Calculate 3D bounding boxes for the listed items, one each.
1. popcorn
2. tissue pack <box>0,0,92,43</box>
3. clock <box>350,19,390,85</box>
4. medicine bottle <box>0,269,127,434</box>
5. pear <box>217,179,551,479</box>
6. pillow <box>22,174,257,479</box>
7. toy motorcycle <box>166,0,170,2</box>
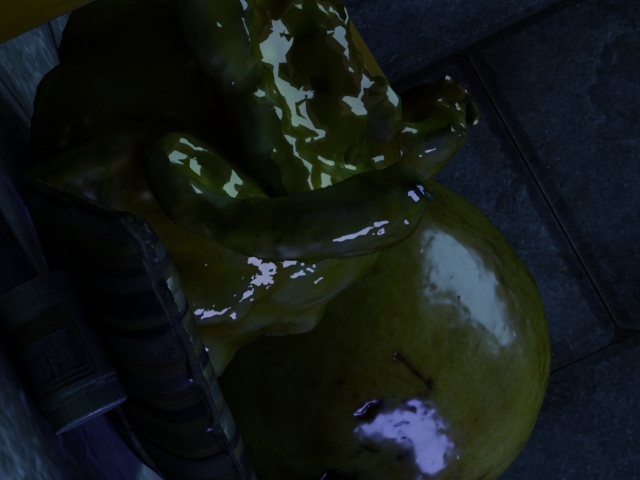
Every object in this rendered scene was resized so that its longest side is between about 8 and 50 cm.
[{"bbox_3d":[-0.059,-0.054,1.131,0.325,0.290,0.321,38,3,40],"label":"popcorn"},{"bbox_3d":[-0.182,-0.106,0.654,0.120,0.169,0.082,-43,110,-87],"label":"tissue pack"},{"bbox_3d":[-0.031,-0.168,1.520,0.202,0.143,0.096,58,12,-16],"label":"clock"},{"bbox_3d":[-0.147,0.063,0.912,0.083,0.047,0.047,63,4,5],"label":"medicine bottle"},{"bbox_3d":[0.037,0.100,1.385,0.304,0.304,0.304,64,4,-8],"label":"pear"},{"bbox_3d":[-0.109,0.067,0.964,0.208,0.052,0.212,17,-48,62],"label":"pillow"},{"bbox_3d":[-0.178,-0.188,1.594,0.272,0.123,0.182,-99,173,-78],"label":"toy motorcycle"}]
